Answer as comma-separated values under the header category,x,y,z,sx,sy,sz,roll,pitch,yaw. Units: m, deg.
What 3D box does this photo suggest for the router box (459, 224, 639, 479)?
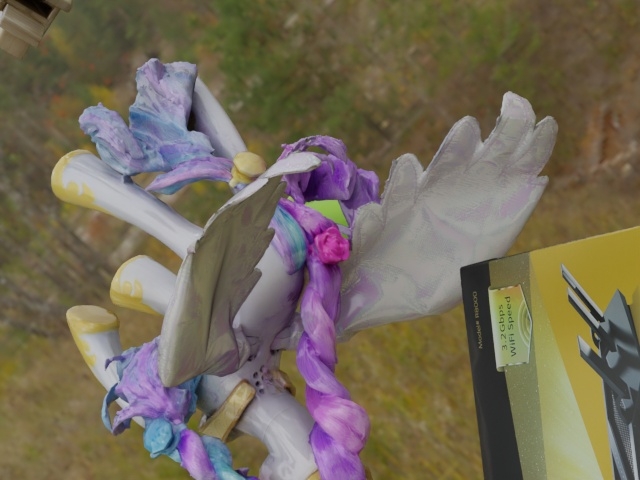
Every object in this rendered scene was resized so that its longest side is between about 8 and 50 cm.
category,x,y,z,sx,sy,sz,roll,pitch,yaw
router box,0.188,0.147,0.753,0.081,0.309,0.243,-3,-7,-26

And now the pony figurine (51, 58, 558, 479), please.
category,x,y,z,sx,sy,sz,roll,pitch,yaw
pony figurine,-0.040,0.031,0.930,0.303,0.363,0.351,-11,-49,-39

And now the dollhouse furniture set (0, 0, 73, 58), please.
category,x,y,z,sx,sy,sz,roll,pitch,yaw
dollhouse furniture set,-0.247,-0.195,0.978,0.101,0.161,0.182,-51,24,21

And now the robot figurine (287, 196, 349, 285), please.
category,x,y,z,sx,sy,sz,roll,pitch,yaw
robot figurine,0.000,0.000,1.099,0.115,0.067,0.101,-19,52,-11
